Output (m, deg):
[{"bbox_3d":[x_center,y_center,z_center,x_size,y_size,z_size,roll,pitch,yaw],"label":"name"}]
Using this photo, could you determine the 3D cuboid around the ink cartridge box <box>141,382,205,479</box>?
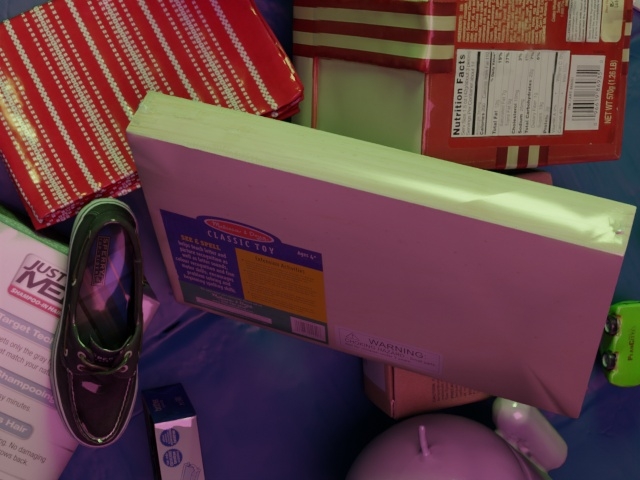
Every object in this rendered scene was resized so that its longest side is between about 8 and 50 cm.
[{"bbox_3d":[-0.140,0.259,1.189,0.046,0.097,0.207,-10,105,-14],"label":"ink cartridge box"}]

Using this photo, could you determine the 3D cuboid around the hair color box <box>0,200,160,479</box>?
[{"bbox_3d":[-0.329,0.162,1.105,0.185,0.113,0.374,30,94,-21],"label":"hair color box"}]

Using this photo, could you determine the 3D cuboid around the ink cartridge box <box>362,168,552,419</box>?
[{"bbox_3d":[0.140,0.048,1.221,0.193,0.088,0.234,-7,104,-18],"label":"ink cartridge box"}]

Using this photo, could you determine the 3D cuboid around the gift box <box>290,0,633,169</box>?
[{"bbox_3d":[0.130,-0.181,1.087,0.276,0.258,0.255,0,101,-31],"label":"gift box"}]

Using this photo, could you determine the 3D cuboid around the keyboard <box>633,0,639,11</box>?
[{"bbox_3d":[0.448,-0.236,1.292,0.256,0.014,0.072,24,100,-19],"label":"keyboard"}]

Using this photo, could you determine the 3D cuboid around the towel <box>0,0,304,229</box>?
[{"bbox_3d":[-0.174,-0.152,1.079,0.275,0.031,0.198,-26,81,-8],"label":"towel"}]

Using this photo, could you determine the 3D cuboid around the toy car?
[{"bbox_3d":[0.337,0.049,1.302,0.239,0.053,0.225,-2,103,-15],"label":"toy car"}]

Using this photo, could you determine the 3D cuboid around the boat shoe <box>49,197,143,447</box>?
[{"bbox_3d":[-0.188,0.080,1.027,0.080,0.076,0.228,6,100,-18],"label":"boat shoe"}]

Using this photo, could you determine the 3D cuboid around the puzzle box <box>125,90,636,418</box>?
[{"bbox_3d":[0.045,0.017,1.020,0.409,0.272,0.052,15,58,13],"label":"puzzle box"}]

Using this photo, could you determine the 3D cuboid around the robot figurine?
[{"bbox_3d":[0.151,0.300,1.195,0.353,0.200,0.300,40,73,-44],"label":"robot figurine"}]
